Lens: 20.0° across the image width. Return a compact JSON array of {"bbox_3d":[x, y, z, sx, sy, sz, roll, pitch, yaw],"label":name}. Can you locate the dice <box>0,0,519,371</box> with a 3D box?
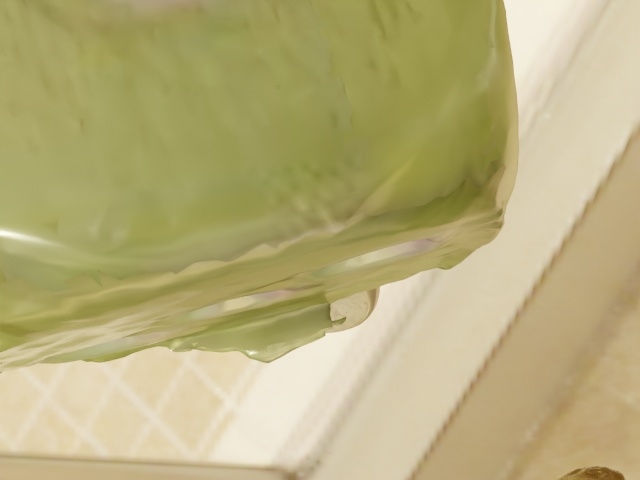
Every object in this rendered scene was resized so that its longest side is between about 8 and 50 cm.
[{"bbox_3d":[-0.070,-0.084,0.761,0.252,0.250,0.254,-15,78,-7],"label":"dice"}]

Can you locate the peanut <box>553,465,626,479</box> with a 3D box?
[{"bbox_3d":[0.107,0.151,0.850,0.054,0.054,0.113,27,70,35],"label":"peanut"}]

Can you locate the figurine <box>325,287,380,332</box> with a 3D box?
[{"bbox_3d":[-0.005,-0.007,1.194,0.098,0.081,0.146,-9,34,5],"label":"figurine"}]
